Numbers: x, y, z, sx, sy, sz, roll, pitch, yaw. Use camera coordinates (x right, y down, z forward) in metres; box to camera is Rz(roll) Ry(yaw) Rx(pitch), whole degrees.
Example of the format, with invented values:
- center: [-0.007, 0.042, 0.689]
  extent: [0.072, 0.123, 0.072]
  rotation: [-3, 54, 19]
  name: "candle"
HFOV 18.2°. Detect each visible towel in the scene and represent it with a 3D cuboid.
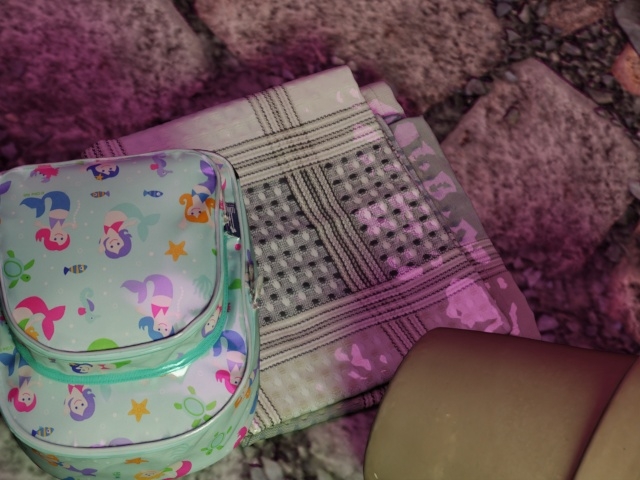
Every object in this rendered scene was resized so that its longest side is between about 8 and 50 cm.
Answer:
- center: [0.000, 0.000, 1.733]
  extent: [0.324, 0.056, 0.312]
  rotation: [-17, 64, -29]
  name: "towel"

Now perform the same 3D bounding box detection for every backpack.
- center: [-0.154, 0.057, 1.550]
  extent: [0.225, 0.191, 0.253]
  rotation: [-5, 71, -1]
  name: "backpack"

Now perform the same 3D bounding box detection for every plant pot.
- center: [0.167, 0.175, 1.575]
  extent: [0.229, 0.263, 0.263]
  rotation: [22, 50, 20]
  name: "plant pot"
